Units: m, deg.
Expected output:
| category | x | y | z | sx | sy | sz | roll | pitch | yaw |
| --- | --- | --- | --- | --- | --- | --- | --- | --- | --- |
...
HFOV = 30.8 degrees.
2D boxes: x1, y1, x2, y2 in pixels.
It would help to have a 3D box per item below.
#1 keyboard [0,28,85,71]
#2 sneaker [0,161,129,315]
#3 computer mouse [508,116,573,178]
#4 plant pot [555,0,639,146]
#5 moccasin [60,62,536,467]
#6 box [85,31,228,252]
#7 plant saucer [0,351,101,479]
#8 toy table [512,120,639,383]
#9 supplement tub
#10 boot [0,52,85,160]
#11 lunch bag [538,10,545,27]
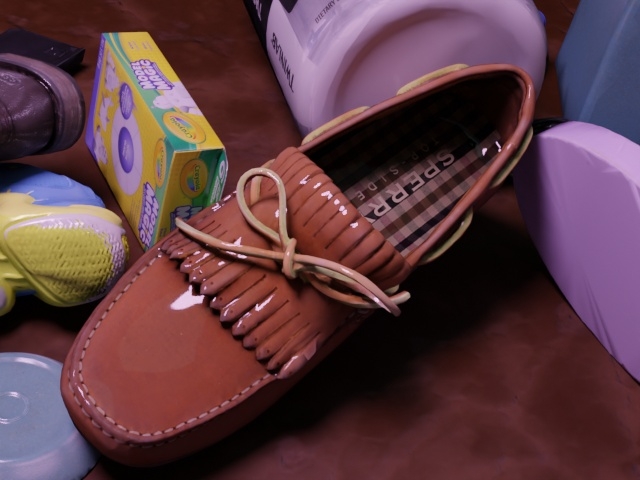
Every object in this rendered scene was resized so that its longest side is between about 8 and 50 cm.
| category | x | y | z | sx | sy | sz | roll | pitch | yaw |
| --- | --- | --- | --- | --- | --- | --- | --- | --- | --- |
| keyboard | -0.267 | -0.121 | 0.954 | 0.108 | 0.023 | 0.180 | 20 | 41 | 21 |
| sneaker | -0.251 | 0.000 | 0.782 | 0.240 | 0.091 | 0.126 | 2 | 22 | -11 |
| computer mouse | 0.262 | -0.066 | 0.994 | 0.242 | 0.071 | 0.041 | 7 | 0 | 1 |
| plant pot | 0.324 | -0.203 | 1.020 | 0.166 | 0.234 | 0.165 | 10 | 39 | -2 |
| moccasin | 0.002 | 0.003 | 0.739 | 0.380 | 0.147 | 0.139 | -31 | 79 | -27 |
| box | -0.121 | -0.063 | 0.851 | 0.043 | 0.105 | 0.179 | -8 | 43 | -31 |
| plant saucer | -0.188 | 0.106 | 0.702 | 0.119 | 0.021 | 0.119 | 6 | 41 | -6 |
| toy table | 0.274 | -0.004 | 0.788 | 0.161 | 0.252 | 0.274 | -23 | 54 | -14 |
| supplement tub | 0.040 | -0.217 | 0.993 | 0.207 | 0.207 | 0.338 | -4 | 42 | -18 |
| boot | -0.306 | -0.081 | 0.754 | 0.263 | 0.091 | 0.229 | 4 | 16 | 22 |
| lunch bag | 0.155 | -0.192 | 1.098 | 0.098 | 0.067 | 0.065 | 23 | 41 | 16 |
